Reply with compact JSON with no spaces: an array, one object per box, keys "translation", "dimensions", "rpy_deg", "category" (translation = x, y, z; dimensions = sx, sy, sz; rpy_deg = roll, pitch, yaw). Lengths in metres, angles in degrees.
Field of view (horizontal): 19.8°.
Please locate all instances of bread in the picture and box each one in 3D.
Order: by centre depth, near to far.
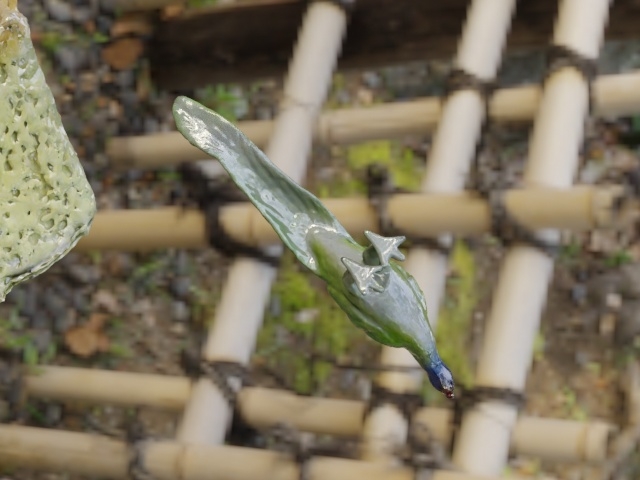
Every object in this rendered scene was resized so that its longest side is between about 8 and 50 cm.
[{"translation":[-0.382,-0.087,1.608],"dimensions":[0.279,0.315,0.248],"rpy_deg":[-45,129,-30],"category":"bread"}]

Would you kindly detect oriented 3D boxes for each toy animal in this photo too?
[{"translation":[0.005,-0.001,0.959],"dimensions":[0.217,0.075,0.041],"rpy_deg":[46,76,-7],"category":"toy animal"}]
